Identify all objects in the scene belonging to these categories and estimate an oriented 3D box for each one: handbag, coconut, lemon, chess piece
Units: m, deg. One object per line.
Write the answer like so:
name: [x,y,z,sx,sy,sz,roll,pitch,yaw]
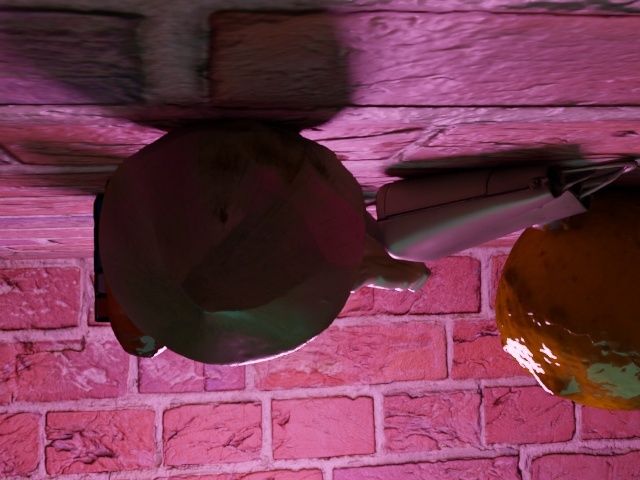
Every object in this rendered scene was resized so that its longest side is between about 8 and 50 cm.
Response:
handbag: [0.245,-0.041,1.049,0.315,0.109,0.241,-8,175,28]
coconut: [-0.075,-0.003,0.696,0.204,0.236,0.236,-50,152,24]
lemon: [0.458,0.081,1.299,0.350,0.387,0.350,33,160,13]
chess piece: [0.047,0.017,1.369,0.298,0.175,0.176,-1,177,-43]

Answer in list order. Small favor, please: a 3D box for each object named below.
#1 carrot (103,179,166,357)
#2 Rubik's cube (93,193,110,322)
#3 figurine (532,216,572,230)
carrot: [-0.202,0.034,1.025,0.159,0.225,0.159,5,169,1]
Rubik's cube: [-0.220,0.027,1.211,0.184,0.187,0.182,-5,176,5]
figurine: [0.305,-0.053,1.211,0.143,0.068,0.101,15,176,23]
